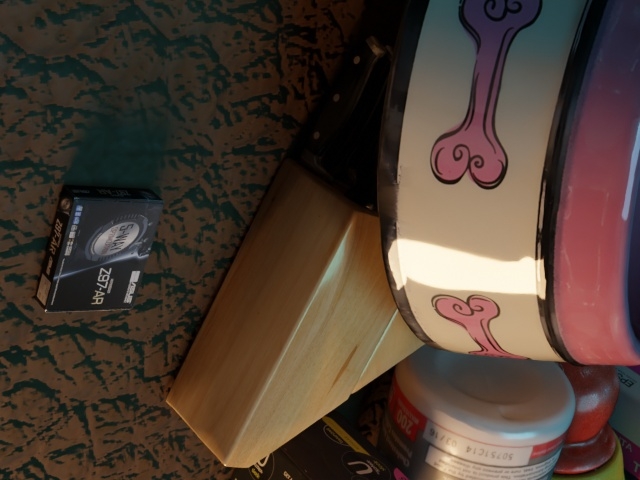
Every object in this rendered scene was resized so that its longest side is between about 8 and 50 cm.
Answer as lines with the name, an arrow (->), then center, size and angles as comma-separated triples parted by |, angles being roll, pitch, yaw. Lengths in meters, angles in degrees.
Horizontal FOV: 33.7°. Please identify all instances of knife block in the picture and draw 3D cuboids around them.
knife block -> 0.000, 0.000, 0.764 | 0.275, 0.088, 0.242 | -32, 134, -22

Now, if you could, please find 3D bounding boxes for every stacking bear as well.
stacking bear -> 0.237, 0.224, 1.093 | 0.175, 0.164, 0.289 | -20, 125, -31

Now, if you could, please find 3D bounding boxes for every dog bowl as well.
dog bowl -> 0.208, -0.094, 0.748 | 0.408, 0.150, 0.408 | -33, 132, -46

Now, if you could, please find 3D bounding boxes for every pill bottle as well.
pill bottle -> 0.122, 0.237, 0.986 | 0.161, 0.161, 0.283 | -11, 125, -37

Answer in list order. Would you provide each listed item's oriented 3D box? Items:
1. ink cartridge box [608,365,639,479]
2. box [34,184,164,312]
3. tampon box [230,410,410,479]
ink cartridge box -> 0.363, 0.232, 1.143 | 0.088, 0.234, 0.193 | -24, 131, -29
box -> -0.144, 0.006, 0.690 | 0.067, 0.018, 0.083 | 2, 116, -42
tampon box -> -0.012, 0.247, 0.902 | 0.101, 0.120, 0.161 | 3, 116, -42
